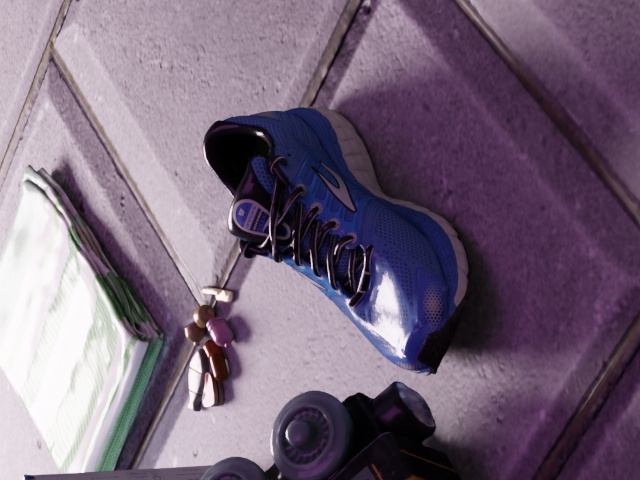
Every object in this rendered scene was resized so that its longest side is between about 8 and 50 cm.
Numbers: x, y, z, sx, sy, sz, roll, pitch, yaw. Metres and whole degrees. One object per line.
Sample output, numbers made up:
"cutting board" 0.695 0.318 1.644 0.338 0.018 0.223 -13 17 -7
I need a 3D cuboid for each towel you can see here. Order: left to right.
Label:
"towel" -0.279 0.103 2.102 0.325 0.038 0.248 50 129 43

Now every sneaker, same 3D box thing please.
"sneaker" 0.000 0.000 1.615 0.330 0.147 0.129 47 126 44

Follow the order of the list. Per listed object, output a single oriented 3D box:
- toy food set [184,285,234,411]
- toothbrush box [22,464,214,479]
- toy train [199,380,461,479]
"toy food set" -0.108 0.107 1.874 0.078 0.019 0.122 8 95 55
"toothbrush box" -0.203 0.362 1.830 0.126 0.216 0.295 54 130 41
"toy train" -0.020 0.265 1.580 0.334 0.142 0.190 -42 53 14
